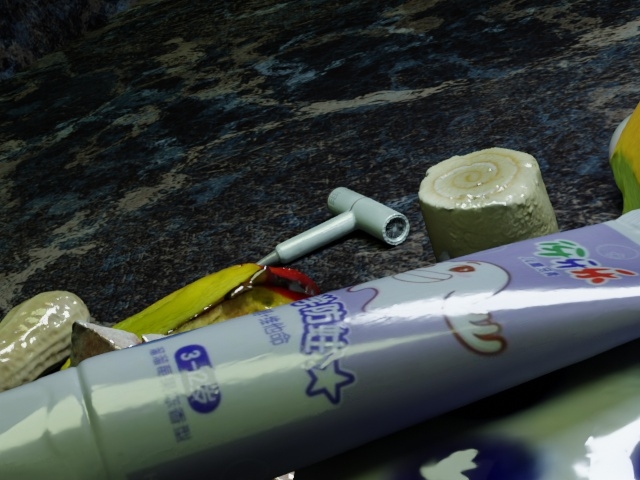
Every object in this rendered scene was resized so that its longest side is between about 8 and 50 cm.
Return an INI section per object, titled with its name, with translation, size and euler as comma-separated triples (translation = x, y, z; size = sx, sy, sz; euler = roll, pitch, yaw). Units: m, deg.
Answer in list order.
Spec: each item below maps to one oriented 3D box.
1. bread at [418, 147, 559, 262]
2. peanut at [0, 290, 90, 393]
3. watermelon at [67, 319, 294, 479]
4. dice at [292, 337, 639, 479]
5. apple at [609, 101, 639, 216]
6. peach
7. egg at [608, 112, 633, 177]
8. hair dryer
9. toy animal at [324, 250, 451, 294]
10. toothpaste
[bread]
translation = 0.183, -0.011, 1.197
size = 0.134, 0.141, 0.148
euler = -17, 25, 8
[peanut]
translation = -0.366, 0.135, 1.347
size = 0.098, 0.090, 0.214
euler = 14, 38, 32
[watermelon]
translation = -0.106, 0.182, 0.920
size = 0.193, 0.232, 0.310
euler = 5, -23, -33
[dice]
translation = 0.176, 0.188, 0.587
size = 0.304, 0.304, 0.277
euler = -8, 27, 24
[apple]
translation = 0.368, -0.003, 0.800
size = 0.374, 0.374, 0.384
euler = -29, 22, -21
[peach]
translation = -0.121, 0.124, 1.110
size = 0.267, 0.159, 0.154
euler = -35, 23, -27
[egg]
translation = 0.379, -0.095, 1.277
size = 0.103, 0.103, 0.135
euler = -11, 28, 17
[hair dryer]
translation = 0.002, 0.003, 1.431
size = 0.183, 0.044, 0.155
euler = -33, 26, -17
[toy animal]
translation = 0.116, 0.067, 1.055
size = 0.232, 0.084, 0.148
euler = -17, 8, -32
[toothpaste]
translation = 0.025, 0.057, 0.538
size = 0.371, 0.080, 0.125
euler = -16, 19, -12
